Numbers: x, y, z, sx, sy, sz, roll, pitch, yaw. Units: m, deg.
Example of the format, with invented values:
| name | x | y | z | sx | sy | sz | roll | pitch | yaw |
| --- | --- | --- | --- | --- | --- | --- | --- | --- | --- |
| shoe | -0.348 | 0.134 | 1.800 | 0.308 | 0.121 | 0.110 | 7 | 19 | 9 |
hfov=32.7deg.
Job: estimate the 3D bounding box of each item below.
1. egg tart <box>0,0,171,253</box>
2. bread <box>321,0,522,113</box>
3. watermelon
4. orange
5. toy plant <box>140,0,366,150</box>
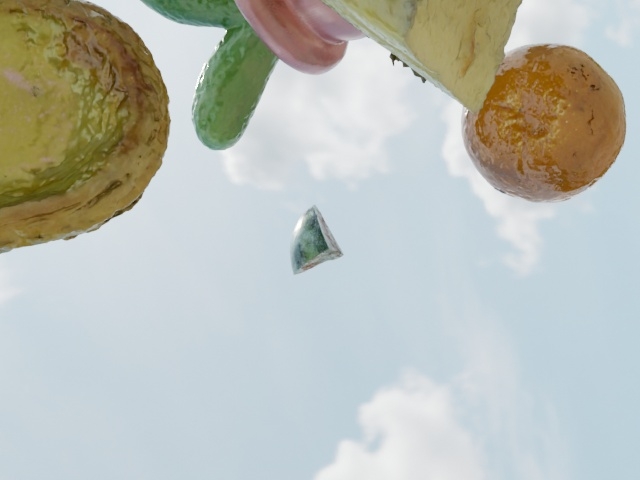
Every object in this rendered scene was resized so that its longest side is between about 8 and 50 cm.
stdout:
| name | x | y | z | sx | sy | sz | roll | pitch | yaw |
| --- | --- | --- | --- | --- | --- | --- | --- | --- | --- |
| egg tart | -0.283 | -0.102 | 1.011 | 0.123 | 0.293 | 0.294 | 101 | 175 | -66 |
| bread | 0.047 | -0.391 | 1.099 | 0.346 | 0.404 | 0.242 | -60 | -24 | 6 |
| watermelon | 0.000 | 0.000 | 1.224 | 0.061 | 0.085 | 0.085 | 24 | -122 | -21 |
| orange | 0.301 | -0.159 | 1.472 | 0.193 | 0.219 | 0.219 | -19 | -86 | -46 |
| toy plant | -0.070 | -0.325 | 1.411 | 0.210 | 0.356 | 0.317 | -26 | -90 | -56 |
